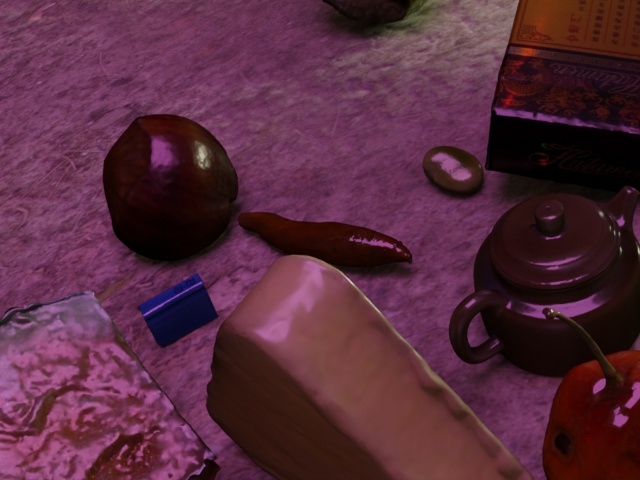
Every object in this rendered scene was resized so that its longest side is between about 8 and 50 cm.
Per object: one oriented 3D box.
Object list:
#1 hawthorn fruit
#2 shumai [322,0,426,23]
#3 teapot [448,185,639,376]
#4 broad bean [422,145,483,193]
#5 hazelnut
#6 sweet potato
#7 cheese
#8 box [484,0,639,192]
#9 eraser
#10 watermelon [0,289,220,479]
[{"bbox_3d":[0.267,0.139,1.070,0.165,0.285,0.165,-16,35,12],"label":"hawthorn fruit"},{"bbox_3d":[0.087,-0.463,1.823,0.189,0.256,0.218,-23,5,33],"label":"shumai"},{"bbox_3d":[0.246,0.034,1.265,0.268,0.175,0.185,-34,43,-15],"label":"teapot"},{"bbox_3d":[0.173,-0.092,1.511,0.083,0.045,0.063,25,59,27],"label":"broad bean"},{"bbox_3d":[-0.207,-0.072,1.558,0.170,0.160,0.201,-6,81,30],"label":"hazelnut"},{"bbox_3d":[-0.001,0.000,1.471,0.264,0.057,0.057,11,51,30],"label":"sweet potato"},{"bbox_3d":[0.055,0.197,1.118,0.384,0.384,0.104,22,62,35],"label":"cheese"},{"bbox_3d":[0.374,-0.247,1.499,0.264,0.116,0.415,10,53,10],"label":"box"},{"bbox_3d":[-0.175,0.086,1.434,0.085,0.063,0.027,-29,45,-11],"label":"eraser"},{"bbox_3d":[-0.286,0.236,1.284,0.264,0.151,0.302,-35,63,-21],"label":"watermelon"}]
